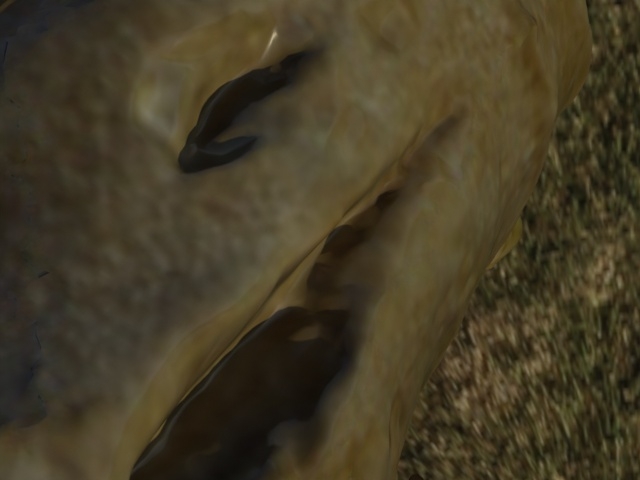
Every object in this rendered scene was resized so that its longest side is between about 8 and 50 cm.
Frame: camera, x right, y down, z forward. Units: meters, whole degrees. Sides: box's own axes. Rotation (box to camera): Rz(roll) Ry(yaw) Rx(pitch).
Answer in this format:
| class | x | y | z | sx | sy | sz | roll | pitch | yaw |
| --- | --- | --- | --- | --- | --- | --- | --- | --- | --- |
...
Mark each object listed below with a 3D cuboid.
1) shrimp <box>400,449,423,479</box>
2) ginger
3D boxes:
| class | x | y | z | sx | sy | sz | roll | pitch | yaw |
| --- | --- | --- | --- | --- | --- | --- | --- | --- | --- |
| shrimp | 0.067 | 0.252 | 1.780 | 0.095 | 0.162 | 0.045 | -11 | 110 | 33 |
| ginger | -0.032 | 0.013 | 0.384 | 0.126 | 0.190 | 0.354 | -16 | 45 | 39 |
